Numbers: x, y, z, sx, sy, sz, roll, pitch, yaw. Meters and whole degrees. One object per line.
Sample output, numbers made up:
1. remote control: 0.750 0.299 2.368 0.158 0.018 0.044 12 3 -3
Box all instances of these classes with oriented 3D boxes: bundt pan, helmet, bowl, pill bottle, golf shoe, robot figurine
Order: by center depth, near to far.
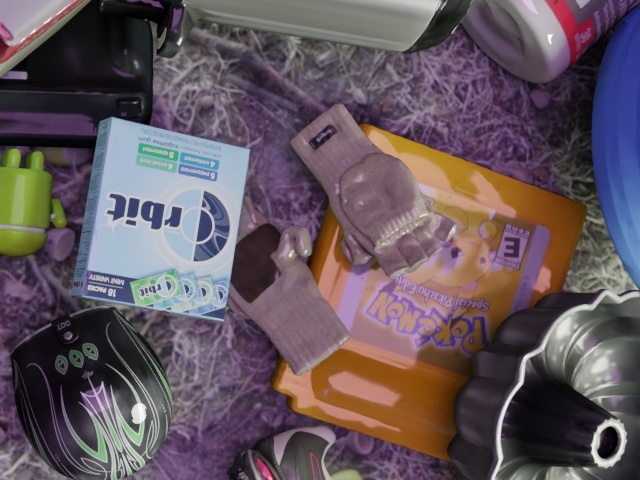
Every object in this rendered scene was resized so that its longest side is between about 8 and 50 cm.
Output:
1. helmet: -0.228 0.163 1.457 0.169 0.169 0.161 -24 78 -13
2. robot figurine: -0.311 -0.036 1.480 0.101 0.067 0.115 5 88 -25
3. golf shoe: 0.005 0.331 1.533 0.120 0.105 0.273 -23 95 -20
4. bundt pan: 0.266 0.204 1.547 0.330 0.124 0.331 -7 101 -36
5. bowl: 0.445 -0.087 1.566 0.391 0.077 0.391 8 78 -40
6. pill bottle: 0.302 -0.334 1.576 0.318 0.176 0.176 -42 98 -10

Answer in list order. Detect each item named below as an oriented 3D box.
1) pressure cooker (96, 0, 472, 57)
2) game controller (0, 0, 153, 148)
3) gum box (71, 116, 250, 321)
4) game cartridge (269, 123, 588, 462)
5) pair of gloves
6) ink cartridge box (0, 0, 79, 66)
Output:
1. pressure cooker: -0.054 -0.379 1.400 0.420 0.375 0.370 8 47 -13
2. game controller: -0.332 -0.182 1.491 0.319 0.067 0.166 1 74 -14
3. gum box: -0.163 -0.020 1.482 0.157 0.041 0.184 12 83 -26
4. game cartridge: 0.121 0.068 1.590 0.285 0.052 0.324 19 84 -12
5. pair of gloves: 0.000 0.000 1.524 0.240 0.042 0.204 -45 70 2
6. ink cartridge box: -0.333 -0.282 1.256 0.160 0.384 0.279 -44 102 -18
